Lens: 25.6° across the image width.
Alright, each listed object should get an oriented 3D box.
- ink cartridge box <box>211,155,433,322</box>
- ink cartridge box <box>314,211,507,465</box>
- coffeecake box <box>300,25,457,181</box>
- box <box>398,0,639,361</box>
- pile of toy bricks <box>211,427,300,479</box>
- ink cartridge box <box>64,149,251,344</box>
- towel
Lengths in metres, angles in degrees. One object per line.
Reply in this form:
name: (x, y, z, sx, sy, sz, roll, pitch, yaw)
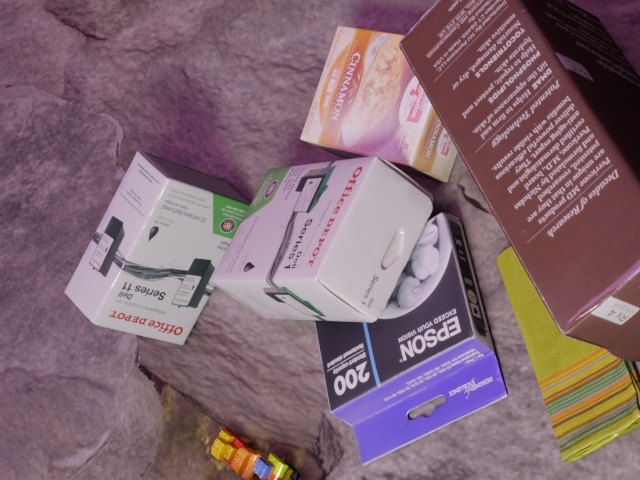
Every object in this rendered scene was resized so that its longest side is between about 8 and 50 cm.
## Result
ink cartridge box: (0.000, 0.000, 1.535, 0.219, 0.092, 0.160, -4, 55, 56)
ink cartridge box: (0.087, 0.107, 1.499, 0.206, 0.045, 0.208, -33, 56, 33)
coffeecake box: (0.080, -0.156, 1.580, 0.185, 0.068, 0.142, 17, 88, 46)
box: (0.239, -0.076, 1.301, 0.143, 0.191, 0.381, -44, 50, 26)
pile of toy bricks: (-0.090, 0.292, 1.568, 0.212, 0.105, 0.118, 32, 100, 46)
ink cartridge box: (-0.198, 0.013, 1.743, 0.087, 0.153, 0.208, 41, 107, 45)
towel: (0.239, 0.090, 1.367, 0.102, 0.021, 0.237, -36, 53, 30)
